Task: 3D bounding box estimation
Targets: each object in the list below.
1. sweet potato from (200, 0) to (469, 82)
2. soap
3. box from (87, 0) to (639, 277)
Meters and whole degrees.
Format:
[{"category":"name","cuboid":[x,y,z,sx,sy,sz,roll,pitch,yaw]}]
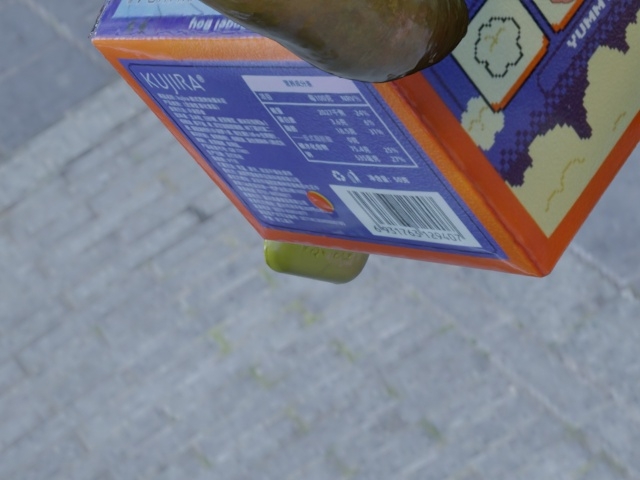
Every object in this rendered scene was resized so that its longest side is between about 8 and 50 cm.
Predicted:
[{"category":"sweet potato","cuboid":[-0.014,-0.135,1.027,0.108,0.346,0.079,16,92,49]},{"category":"soap","cuboid":[0.001,0.000,2.061,0.045,0.140,0.089,31,106,52]},{"category":"box","cuboid":[0.069,-0.181,1.438,0.348,0.257,0.318,9,57,53]}]
